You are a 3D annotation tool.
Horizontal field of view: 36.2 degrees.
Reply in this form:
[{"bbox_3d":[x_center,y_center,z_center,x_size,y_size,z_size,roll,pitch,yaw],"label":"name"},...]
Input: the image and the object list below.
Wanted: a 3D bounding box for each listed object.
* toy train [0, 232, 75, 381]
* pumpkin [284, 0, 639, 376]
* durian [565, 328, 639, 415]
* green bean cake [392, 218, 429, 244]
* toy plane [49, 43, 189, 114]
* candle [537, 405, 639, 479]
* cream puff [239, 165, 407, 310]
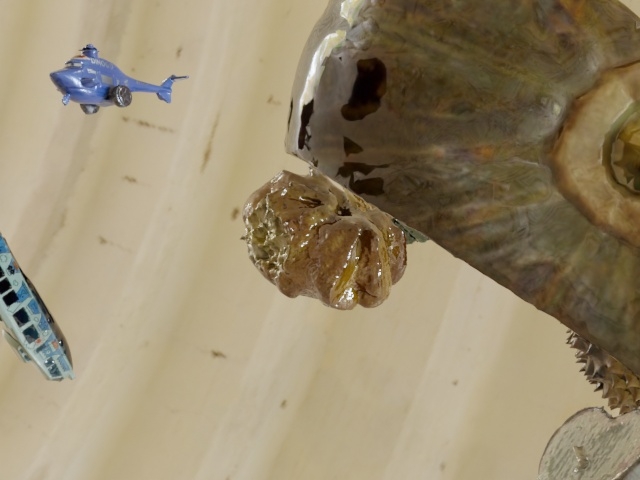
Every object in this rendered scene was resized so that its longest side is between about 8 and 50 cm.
[{"bbox_3d":[-0.269,0.060,0.868,0.043,0.047,0.207,32,-30,37],"label":"toy train"},{"bbox_3d":[0.138,-0.019,0.456,0.317,0.139,0.222,31,5,11],"label":"pumpkin"},{"bbox_3d":[0.488,0.091,1.377,0.384,0.347,0.347,57,-32,13],"label":"durian"},{"bbox_3d":[0.246,-0.100,2.013,0.107,0.208,0.193,40,-33,-27],"label":"green bean cake"},{"bbox_3d":[-0.195,-0.154,0.947,0.054,0.167,0.062,-5,-92,34],"label":"toy plane"},{"bbox_3d":[0.302,0.261,1.068,0.068,0.168,0.192,40,-15,-8],"label":"candle"},{"bbox_3d":[0.000,0.000,1.400,0.269,0.241,0.155,33,-68,19],"label":"cream puff"}]
